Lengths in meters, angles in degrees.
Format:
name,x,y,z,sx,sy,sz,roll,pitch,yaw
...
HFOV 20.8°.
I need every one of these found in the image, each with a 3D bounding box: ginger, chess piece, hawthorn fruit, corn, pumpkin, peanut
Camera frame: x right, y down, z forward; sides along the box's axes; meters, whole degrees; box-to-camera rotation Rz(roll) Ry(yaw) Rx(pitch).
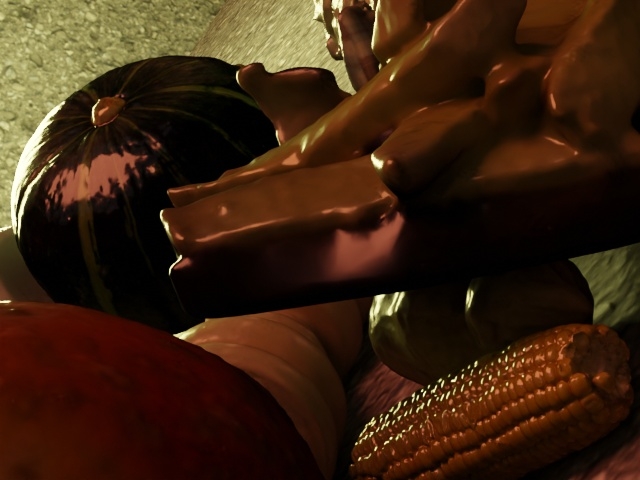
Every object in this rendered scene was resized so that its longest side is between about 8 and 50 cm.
name,x,y,z,sx,sy,sz,roll,pitch,yaw
ginger,0.085,-0.101,1.123,0.413,0.211,0.358,-13,6,-6
chess piece,-0.035,0.082,1.403,0.167,0.167,0.300,-42,12,32
hawthorn fruit,-0.207,0.216,1.088,0.403,0.403,0.403,-47,15,16
corn,0.096,0.112,1.047,0.238,0.080,0.080,-38,19,45
pumpkin,-0.169,-0.052,1.832,0.323,0.241,0.323,-14,43,13
peanut,0.106,0.051,1.125,0.228,0.104,0.085,-15,62,62

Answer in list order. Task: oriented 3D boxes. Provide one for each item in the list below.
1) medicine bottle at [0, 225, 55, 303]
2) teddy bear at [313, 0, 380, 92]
name,x,y,z,sx,sy,sz,roll,pitch,yaw
medicine bottle,-0.345,0.163,1.951,0.306,0.245,0.245,-54,11,27
teddy bear,0.040,-0.248,1.650,0.375,0.327,0.362,17,61,41
